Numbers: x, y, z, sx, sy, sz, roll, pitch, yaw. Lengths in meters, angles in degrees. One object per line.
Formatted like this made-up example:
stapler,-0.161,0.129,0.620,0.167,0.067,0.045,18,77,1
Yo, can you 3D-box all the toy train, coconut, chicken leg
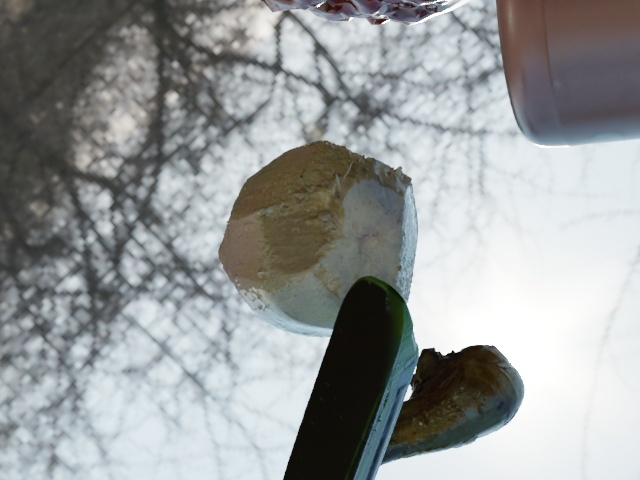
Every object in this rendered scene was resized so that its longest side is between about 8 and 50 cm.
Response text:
toy train,0.017,0.109,0.829,0.042,0.044,0.209,-22,136,-53
coconut,0.000,0.003,1.317,0.194,0.194,0.194,-40,-166,12
chicken leg,0.068,0.127,1.022,0.178,0.070,0.093,-30,-152,-31

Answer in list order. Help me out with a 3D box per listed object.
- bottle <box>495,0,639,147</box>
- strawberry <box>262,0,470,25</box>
bottle,0.262,-0.136,0.863,0.297,0.173,0.206,-4,-121,15
strawberry,-0.047,-0.223,0.496,0.312,0.351,0.267,-43,-176,45
